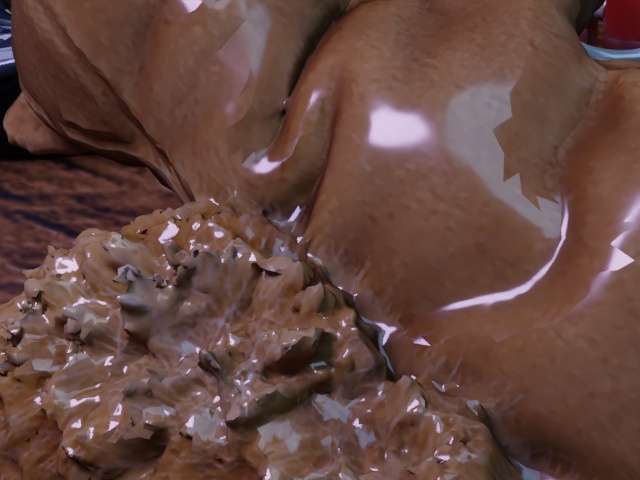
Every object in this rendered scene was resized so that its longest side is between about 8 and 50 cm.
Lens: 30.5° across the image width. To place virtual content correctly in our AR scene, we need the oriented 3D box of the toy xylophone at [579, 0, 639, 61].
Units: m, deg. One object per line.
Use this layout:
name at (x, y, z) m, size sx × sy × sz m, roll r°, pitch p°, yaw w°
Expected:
toy xylophone at (0.102, -0.151, 0.697) m, size 0.081 × 0.236 × 0.322 m, roll -35°, pitch 59°, yaw -21°

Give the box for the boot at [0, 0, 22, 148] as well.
boot at (-0.199, -0.142, 0.728) m, size 0.236 × 0.085 × 0.178 m, roll -6°, pitch 55°, yaw -9°

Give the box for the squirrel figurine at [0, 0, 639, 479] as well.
squirrel figurine at (0.000, 0.000, 0.489) m, size 0.370 × 0.281 × 0.397 m, roll 33°, pitch 63°, yaw 1°
